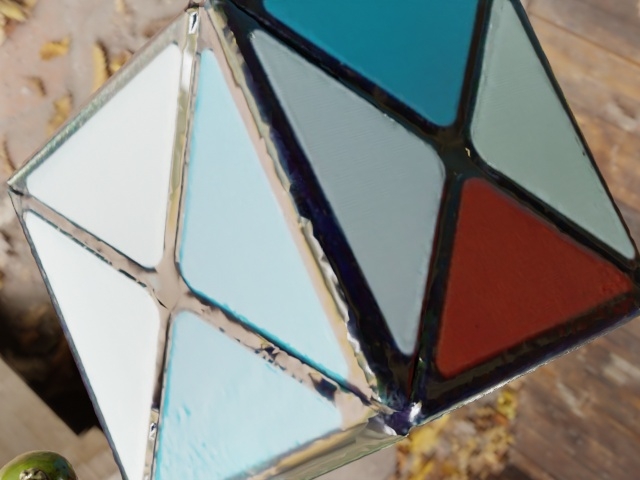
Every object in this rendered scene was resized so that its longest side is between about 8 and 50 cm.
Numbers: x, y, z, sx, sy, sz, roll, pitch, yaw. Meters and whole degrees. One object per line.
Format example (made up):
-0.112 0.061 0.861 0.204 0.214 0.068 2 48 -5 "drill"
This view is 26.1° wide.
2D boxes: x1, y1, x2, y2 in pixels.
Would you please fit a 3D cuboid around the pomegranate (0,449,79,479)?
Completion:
-0.236 0.209 1.170 0.073 0.073 0.084 -7 161 -43 "pomegranate"

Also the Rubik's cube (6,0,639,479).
0.000 0.000 0.814 0.250 0.248 0.246 -18 169 -43 "Rubik's cube"
